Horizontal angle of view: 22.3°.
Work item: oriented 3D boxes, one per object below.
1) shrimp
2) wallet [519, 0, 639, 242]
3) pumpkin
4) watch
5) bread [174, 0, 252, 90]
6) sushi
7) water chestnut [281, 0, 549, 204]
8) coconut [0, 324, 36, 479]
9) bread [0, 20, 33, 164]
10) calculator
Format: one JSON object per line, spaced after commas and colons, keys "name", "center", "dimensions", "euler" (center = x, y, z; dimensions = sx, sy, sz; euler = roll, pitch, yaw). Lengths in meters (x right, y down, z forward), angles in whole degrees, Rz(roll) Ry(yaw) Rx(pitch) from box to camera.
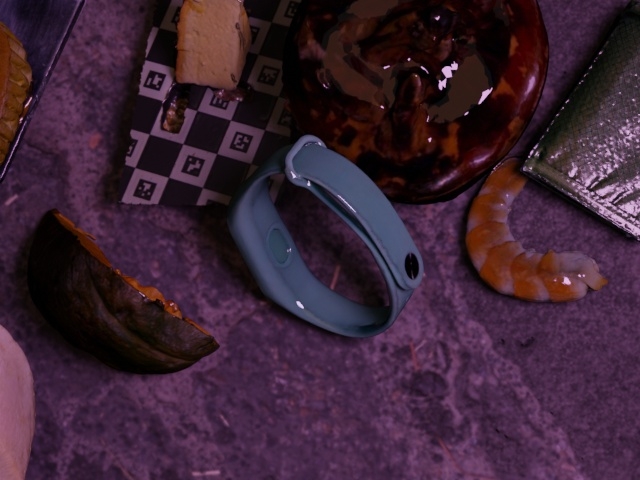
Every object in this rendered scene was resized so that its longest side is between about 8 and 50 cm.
{"name": "shrimp", "center": [0.240, -0.013, 1.768], "dimensions": [0.161, 0.049, 0.166], "euler": [7, 71, 13]}
{"name": "wallet", "center": [0.344, -0.130, 1.766], "dimensions": [0.160, 0.055, 0.236], "euler": [32, 82, 11]}
{"name": "pumpkin", "center": [-0.251, 0.063, 1.767], "dimensions": [0.278, 0.163, 0.111], "euler": [38, 84, 17]}
{"name": "watch", "center": [0.000, 0.000, 1.717], "dimensions": [0.195, 0.237, 0.068], "euler": [-4, 34, 39]}
{"name": "bread", "center": [-0.122, -0.227, 1.803], "dimensions": [0.084, 0.109, 0.080], "euler": [14, 70, 11]}
{"name": "sushi", "center": [-0.118, -0.162, 1.858], "dimensions": [0.193, 0.043, 0.279], "euler": [2, 71, 11]}
{"name": "water chestnut", "center": [0.099, -0.191, 1.712], "dimensions": [0.300, 0.300, 0.300], "euler": [-2, 77, 9]}
{"name": "coconut", "center": [-0.444, 0.214, 1.682], "dimensions": [0.329, 0.329, 0.328], "euler": [-2, 77, 9]}
{"name": "bread", "center": [-0.456, -0.160, 1.845], "dimensions": [0.227, 0.142, 0.253], "euler": [20, 79, 5]}
{"name": "calculator", "center": [-0.397, -0.203, 1.928], "dimensions": [0.161, 0.021, 0.261], "euler": [22, 82, 13]}
